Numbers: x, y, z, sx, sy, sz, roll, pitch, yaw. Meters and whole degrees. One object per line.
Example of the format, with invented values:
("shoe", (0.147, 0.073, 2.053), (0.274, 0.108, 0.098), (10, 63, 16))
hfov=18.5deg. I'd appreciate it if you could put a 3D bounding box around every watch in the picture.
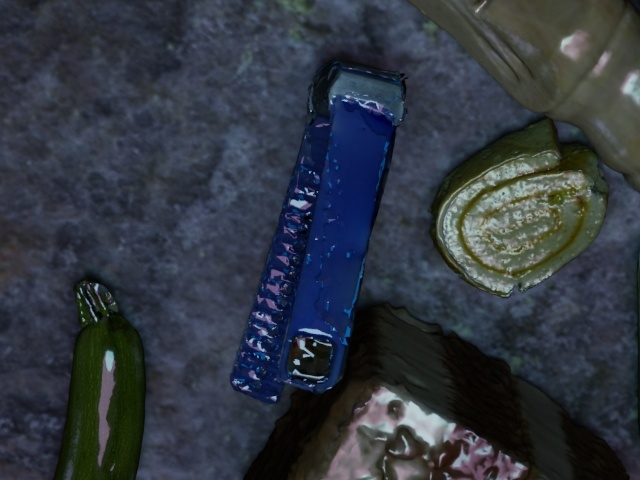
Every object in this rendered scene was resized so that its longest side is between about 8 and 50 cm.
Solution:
("watch", (-0.001, -0.005, 1.603), (0.068, 0.276, 0.275), (12, 82, -10))

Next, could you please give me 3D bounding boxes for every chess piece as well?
("chess piece", (0.186, -0.163, 1.567), (0.301, 0.137, 0.137), (32, 105, -7))

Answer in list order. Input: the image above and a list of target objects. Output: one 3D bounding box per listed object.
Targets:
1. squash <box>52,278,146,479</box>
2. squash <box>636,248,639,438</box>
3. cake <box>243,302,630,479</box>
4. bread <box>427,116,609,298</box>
("squash", (-0.197, 0.188, 1.701), (0.080, 0.071, 0.319), (10, 108, -2))
("squash", (0.304, 0.096, 1.675), (0.069, 0.069, 0.239), (-3, 109, 1))
("cake", (0.091, 0.237, 1.611), (0.290, 0.282, 0.256), (29, 103, -7))
("bread", (0.167, -0.026, 1.637), (0.156, 0.064, 0.117), (-31, 110, 8))
